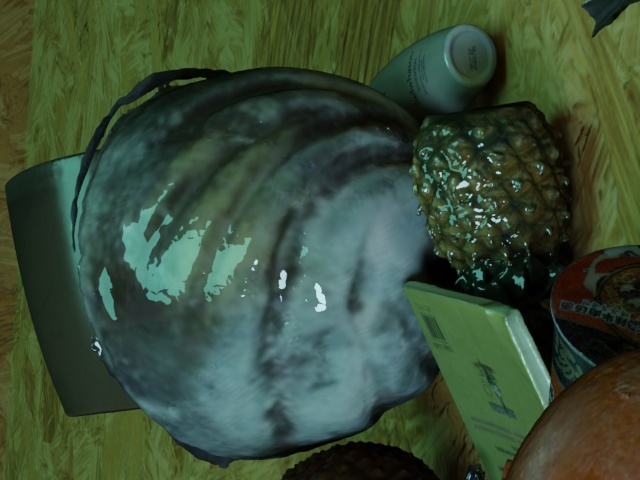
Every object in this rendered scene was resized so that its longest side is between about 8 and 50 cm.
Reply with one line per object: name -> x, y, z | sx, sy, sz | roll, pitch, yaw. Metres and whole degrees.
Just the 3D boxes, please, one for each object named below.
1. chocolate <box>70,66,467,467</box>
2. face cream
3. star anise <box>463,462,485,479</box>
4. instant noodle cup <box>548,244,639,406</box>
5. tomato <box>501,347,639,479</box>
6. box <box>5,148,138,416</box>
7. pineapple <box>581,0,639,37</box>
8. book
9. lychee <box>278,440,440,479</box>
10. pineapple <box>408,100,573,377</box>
chocolate -> 0.000, 0.000, 1.408 | 0.213, 0.303, 0.303 | -13, 75, 46
face cream -> 0.076, -0.112, 1.479 | 0.182, 0.051, 0.072 | 148, 118, -68
star anise -> 0.128, 0.265, 1.264 | 0.157, 0.053, 0.212 | 20, 96, 38
instant noodle cup -> 0.176, 0.091, 1.096 | 0.127, 0.127, 0.136 | -111, 23, -48
tomato -> 0.188, 0.145, 0.928 | 0.184, 0.208, 0.208 | -28, 49, 15
box -> -0.120, 0.034, 1.704 | 0.301, 0.301, 0.216 | 166, 98, -70
pineapple -> 0.211, -0.266, 1.016 | 0.165, 0.165, 0.365 | -157, 62, -69
book -> 0.121, 0.118, 1.247 | 0.192, 0.013, 0.168 | 65, 164, -12
lychee -> 0.027, 0.233, 1.397 | 0.194, 0.194, 0.194 | -178, 90, -70
pineapple -> 0.123, 0.009, 1.285 | 0.108, 0.108, 0.198 | 148, 110, -67
